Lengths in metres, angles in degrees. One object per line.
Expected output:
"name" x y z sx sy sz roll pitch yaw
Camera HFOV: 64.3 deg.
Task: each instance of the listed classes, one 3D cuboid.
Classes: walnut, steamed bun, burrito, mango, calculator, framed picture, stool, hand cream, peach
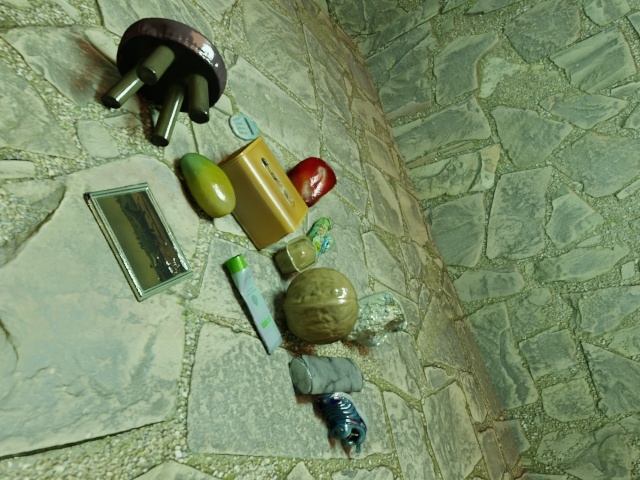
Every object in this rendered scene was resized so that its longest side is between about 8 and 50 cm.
"walnut" -0.001 0.188 1.464 0.228 0.228 0.228 44 32 -37
"steamed bun" 0.185 0.268 1.736 0.200 0.225 0.170 3 64 -64
"burrito" 0.000 0.000 1.830 0.104 0.054 0.288 56 26 -17
"mango" -0.301 -0.150 1.358 0.195 0.092 0.130 50 31 -9
"calculator" -0.257 -0.385 1.730 0.095 0.021 0.153 64 26 -1
"framed picture" -0.391 -0.007 1.131 0.252 0.014 0.197 63 25 -2
"stool" -0.376 -0.379 1.243 0.272 0.272 0.179 41 47 -41
"hand cream" -0.175 0.170 1.361 0.079 0.050 0.275 -31 101 -38
"peach" -0.038 -0.220 1.860 0.154 0.158 0.267 54 28 -8

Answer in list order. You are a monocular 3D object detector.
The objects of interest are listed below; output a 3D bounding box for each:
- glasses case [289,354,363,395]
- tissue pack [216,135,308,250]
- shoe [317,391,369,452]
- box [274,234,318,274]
"glasses case" 0.025 0.399 1.498 0.299 0.060 0.114 21 40 -55
"tissue pack" -0.179 -0.143 1.518 0.274 0.145 0.194 55 28 -17
"shoe" 0.066 0.510 1.441 0.207 0.091 0.106 53 27 -24
"box" -0.067 0.047 1.601 0.111 0.111 0.177 64 25 -1
